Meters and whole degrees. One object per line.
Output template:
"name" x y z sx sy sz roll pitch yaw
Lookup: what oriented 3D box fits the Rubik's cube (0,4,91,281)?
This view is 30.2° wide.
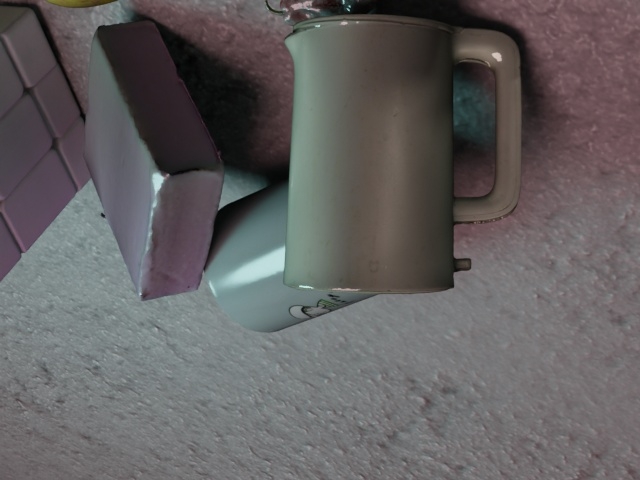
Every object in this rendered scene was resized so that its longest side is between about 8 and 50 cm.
"Rubik's cube" -0.587 -0.157 1.830 0.321 0.319 0.316 10 138 28

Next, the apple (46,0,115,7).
"apple" -0.298 -0.394 1.476 0.211 0.188 0.211 20 144 15

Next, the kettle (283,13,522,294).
"kettle" 0.086 -0.098 1.401 0.265 0.205 0.318 1 90 31

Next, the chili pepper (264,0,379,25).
"chili pepper" 0.005 -0.296 1.485 0.153 0.041 0.050 -6 150 19

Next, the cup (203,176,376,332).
"cup" 0.000 0.000 1.674 0.312 0.205 0.205 -22 117 46

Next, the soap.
"soap" -0.247 -0.112 1.681 0.296 0.107 0.285 63 153 29
